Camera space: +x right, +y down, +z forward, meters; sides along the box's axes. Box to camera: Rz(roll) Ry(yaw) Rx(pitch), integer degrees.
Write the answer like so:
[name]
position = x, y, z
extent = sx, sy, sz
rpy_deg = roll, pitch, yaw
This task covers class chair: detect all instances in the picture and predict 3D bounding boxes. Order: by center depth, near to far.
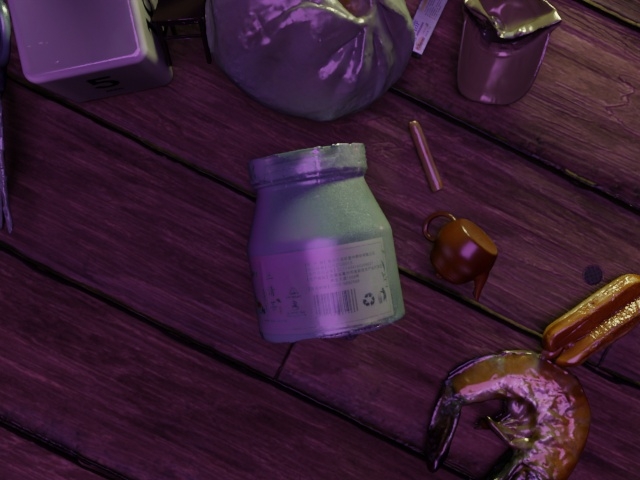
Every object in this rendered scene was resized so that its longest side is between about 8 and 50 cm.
[chair]
position = -0.230, -0.400, 1.041
extent = 0.084, 0.213, 0.102
rpy_deg = -4, 51, 0

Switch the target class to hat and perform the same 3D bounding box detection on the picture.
[hat]
position = 0.305, -0.343, 1.130
extent = 0.166, 0.144, 0.173
rpy_deg = 13, 136, -2

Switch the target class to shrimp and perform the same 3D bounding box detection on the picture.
[shrimp]
position = 0.293, 0.398, 1.149
extent = 0.272, 0.085, 0.445
rpy_deg = 31, 90, 4

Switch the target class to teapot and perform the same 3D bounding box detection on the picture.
[teapot]
position = 0.236, 0.025, 1.124
extent = 0.116, 0.116, 0.173
rpy_deg = -36, 66, 2

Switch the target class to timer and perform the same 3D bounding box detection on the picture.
[timer]
position = -0.370, -0.349, 1.056
extent = 0.194, 0.195, 0.193
rpy_deg = -11, 92, 0

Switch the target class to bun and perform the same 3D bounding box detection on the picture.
[bun]
position = -0.014, -0.360, 1.025
extent = 0.354, 0.194, 0.355
rpy_deg = 1, 87, -18

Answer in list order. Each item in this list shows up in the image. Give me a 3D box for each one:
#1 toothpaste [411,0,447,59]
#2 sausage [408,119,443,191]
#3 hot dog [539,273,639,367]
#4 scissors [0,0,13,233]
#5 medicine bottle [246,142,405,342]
[toothpaste]
position = 0.191, -0.405, 1.132
extent = 0.046, 0.034, 0.164
rpy_deg = 25, 92, -1
[sausage]
position = 0.187, -0.150, 1.149
extent = 0.024, 0.024, 0.133
rpy_deg = -21, 92, 1
[hot dog]
position = 0.484, 0.145, 1.141
extent = 0.235, 0.062, 0.092
rpy_deg = -30, 87, -3
[scissors]
position = -0.548, -0.199, 1.088
extent = 0.029, 0.256, 0.384
rpy_deg = -10, 109, -37
[medicine bottle]
position = 0.000, 0.000, 1.052
extent = 0.244, 0.245, 0.290
rpy_deg = -8, 91, 0
